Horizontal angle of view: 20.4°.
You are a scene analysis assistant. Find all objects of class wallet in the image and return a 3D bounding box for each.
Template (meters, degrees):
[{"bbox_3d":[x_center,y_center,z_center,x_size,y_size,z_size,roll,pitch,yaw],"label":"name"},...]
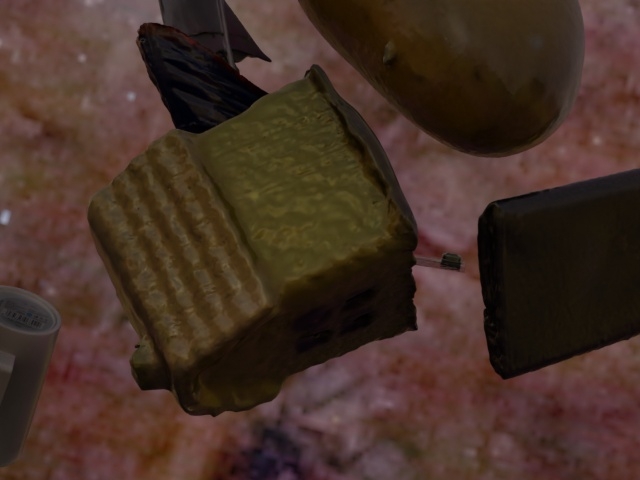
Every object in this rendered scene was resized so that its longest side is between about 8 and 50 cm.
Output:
[{"bbox_3d":[0.277,0.018,1.725,0.321,0.170,0.044,-13,18,-35],"label":"wallet"}]

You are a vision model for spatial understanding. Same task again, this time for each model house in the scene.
[{"bbox_3d":[-0.060,0.008,1.382,0.234,0.193,0.175,-22,-28,-17],"label":"model house"}]

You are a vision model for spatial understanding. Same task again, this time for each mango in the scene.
[{"bbox_3d":[0.116,-0.243,1.743,0.301,0.445,0.220,20,-61,-27],"label":"mango"}]

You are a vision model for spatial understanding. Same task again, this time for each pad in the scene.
[{"bbox_3d":[0.000,0.001,1.594,0.265,0.009,0.159,9,3,4],"label":"pad"}]

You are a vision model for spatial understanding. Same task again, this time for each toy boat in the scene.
[{"bbox_3d":[-0.117,-0.214,1.706,0.072,0.318,0.219,-22,-8,26],"label":"toy boat"}]

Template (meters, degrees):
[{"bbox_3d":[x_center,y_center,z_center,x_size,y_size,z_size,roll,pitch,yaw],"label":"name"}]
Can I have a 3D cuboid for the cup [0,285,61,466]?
[{"bbox_3d":[-0.226,0.102,1.225,0.074,0.116,0.104,21,24,-9],"label":"cup"}]
